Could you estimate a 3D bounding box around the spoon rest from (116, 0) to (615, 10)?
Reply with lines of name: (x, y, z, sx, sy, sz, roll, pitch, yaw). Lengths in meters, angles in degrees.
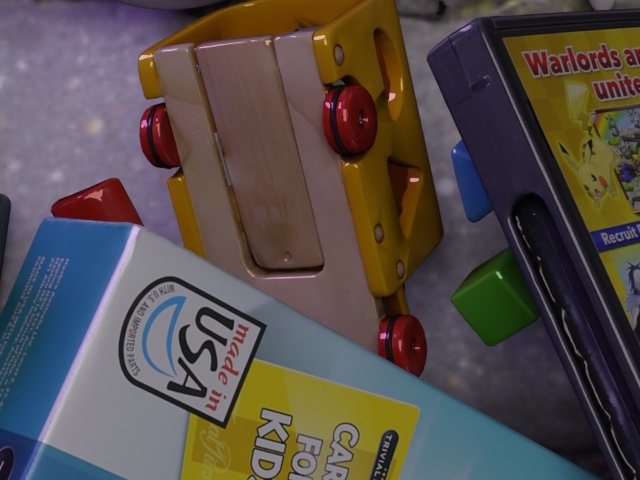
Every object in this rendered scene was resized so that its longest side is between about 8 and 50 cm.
spoon rest: (0.001, -0.156, 0.735, 0.276, 0.137, 0.084, 4, 45, -12)

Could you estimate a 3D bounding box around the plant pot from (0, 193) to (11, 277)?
plant pot: (-0.263, 0.096, 0.609, 0.248, 0.247, 0.252, 2, 89, -1)

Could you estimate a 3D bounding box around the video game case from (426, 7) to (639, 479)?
video game case: (0.183, 0.022, 0.646, 0.275, 0.035, 0.248, -11, 74, -46)

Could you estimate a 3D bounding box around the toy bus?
toy bus: (0.002, -0.011, 0.697, 0.191, 0.202, 0.104, 39, 35, 5)

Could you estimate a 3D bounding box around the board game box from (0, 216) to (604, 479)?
board game box: (0.002, 0.178, 0.581, 0.336, 0.079, 0.254, 30, 76, -30)
